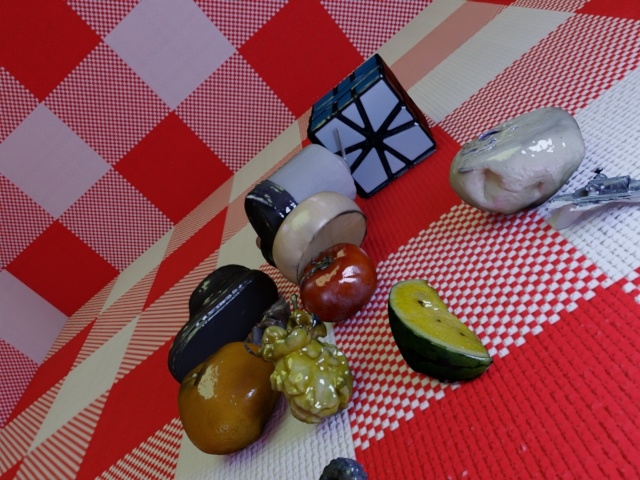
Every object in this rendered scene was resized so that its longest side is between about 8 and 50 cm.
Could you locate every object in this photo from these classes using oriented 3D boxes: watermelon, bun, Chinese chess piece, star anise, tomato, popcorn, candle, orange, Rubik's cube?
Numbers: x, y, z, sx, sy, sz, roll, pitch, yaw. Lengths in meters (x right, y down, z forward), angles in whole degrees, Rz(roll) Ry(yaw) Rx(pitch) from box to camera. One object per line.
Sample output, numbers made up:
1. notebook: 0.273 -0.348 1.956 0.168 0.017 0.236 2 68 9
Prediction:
1. watermelon: 0.191 0.153 0.979 0.129 0.123 0.301 -22 24 -4
2. bun: 0.390 -0.153 1.094 0.273 0.168 0.273 -30 15 9
3. Chinese chess piece: 0.000 0.000 1.376 0.104 0.257 0.257 39 81 28
4. star anise: -0.122 0.224 1.385 0.231 0.089 0.209 -44 6 -15
5. tomato: 0.042 0.100 1.244 0.187 0.151 0.187 -32 16 11
6. popcorn: -0.031 0.246 1.047 0.174 0.195 0.168 -23 22 32
7. candle: -0.034 -0.128 1.523 0.342 0.221 0.221 -41 20 -21
8. orange: -0.196 0.329 1.199 0.249 0.183 0.249 -38 23 19
9. Rubik's cube: 0.153 -0.347 1.680 0.288 0.293 0.283 -37 21 20

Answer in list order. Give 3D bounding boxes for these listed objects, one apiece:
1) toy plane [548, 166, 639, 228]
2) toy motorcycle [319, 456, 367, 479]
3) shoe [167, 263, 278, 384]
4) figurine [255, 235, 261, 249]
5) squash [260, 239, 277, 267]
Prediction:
1. toy plane: 0.486 -0.084 0.911 0.234 0.082 0.160 -20 5 44
2. toy motorcycle: 0.007 0.457 0.703 0.188 0.143 0.326 -40 36 32
3. shoe: -0.310 0.229 1.585 0.237 0.171 0.384 6 52 54
4. figurine: -0.192 0.003 1.934 0.071 0.066 0.083 -22 7 1
5. squash: -0.097 -0.005 1.675 0.193 0.156 0.193 -34 48 49
